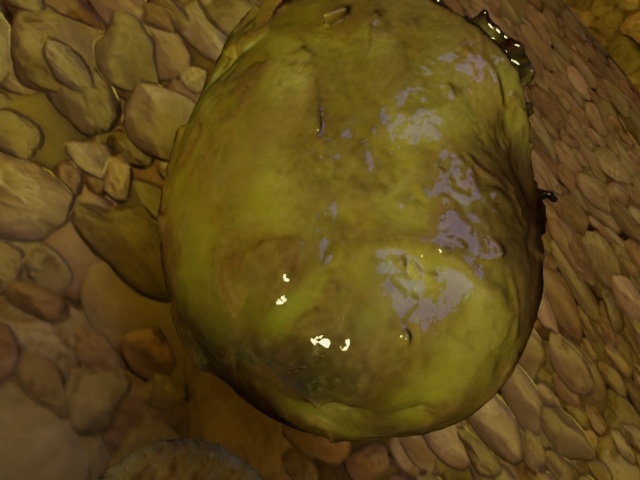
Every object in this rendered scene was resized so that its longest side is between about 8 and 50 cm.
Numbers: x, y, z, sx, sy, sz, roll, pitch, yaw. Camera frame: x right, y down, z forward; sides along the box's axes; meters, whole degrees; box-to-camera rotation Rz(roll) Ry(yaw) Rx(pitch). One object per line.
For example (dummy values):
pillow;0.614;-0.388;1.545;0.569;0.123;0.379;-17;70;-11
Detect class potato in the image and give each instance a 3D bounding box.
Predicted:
potato;0.000;0.000;0.628;0.237;0.289;0.301;-46;133;-41

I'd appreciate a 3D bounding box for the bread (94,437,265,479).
bread;-0.059;0.226;0.436;0.267;0.040;0.267;44;37;-47
